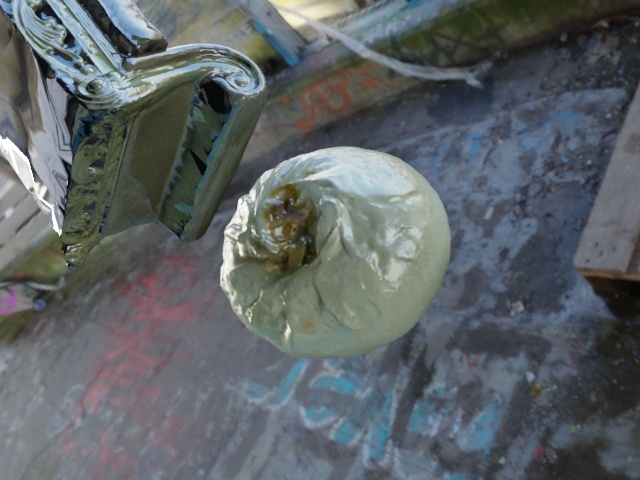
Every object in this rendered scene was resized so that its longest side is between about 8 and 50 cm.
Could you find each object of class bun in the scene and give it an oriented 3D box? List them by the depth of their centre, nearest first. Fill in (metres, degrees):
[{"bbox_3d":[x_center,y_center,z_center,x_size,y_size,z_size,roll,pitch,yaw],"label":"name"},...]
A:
[{"bbox_3d":[0.000,0.000,0.611,0.222,0.127,0.222,-11,60,19],"label":"bun"}]

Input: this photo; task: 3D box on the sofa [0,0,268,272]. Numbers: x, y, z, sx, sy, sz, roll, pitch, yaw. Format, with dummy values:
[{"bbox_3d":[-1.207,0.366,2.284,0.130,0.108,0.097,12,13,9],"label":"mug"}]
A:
[{"bbox_3d":[-0.156,-0.137,0.501,0.182,0.258,0.200,-31,-14,-35],"label":"sofa"}]
